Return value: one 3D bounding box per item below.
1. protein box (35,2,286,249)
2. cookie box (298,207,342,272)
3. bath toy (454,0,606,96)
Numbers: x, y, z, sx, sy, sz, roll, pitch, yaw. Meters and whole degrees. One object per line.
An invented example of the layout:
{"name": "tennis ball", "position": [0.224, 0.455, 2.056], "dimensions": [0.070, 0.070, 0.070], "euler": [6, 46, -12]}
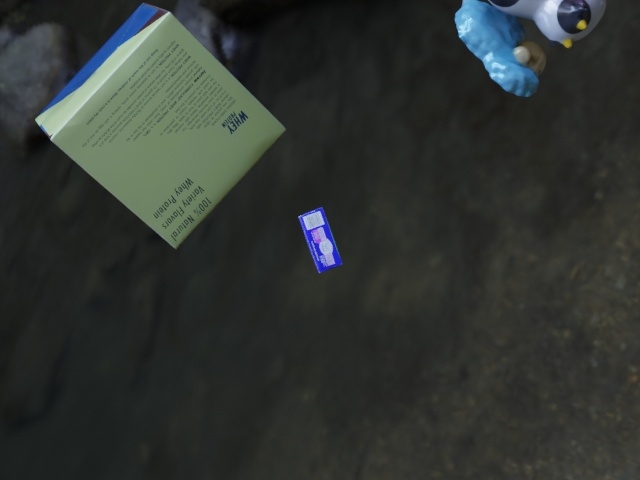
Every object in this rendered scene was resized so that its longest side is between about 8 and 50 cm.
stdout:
{"name": "protein box", "position": [-0.193, -0.139, 1.393], "dimensions": [0.200, 0.201, 0.136], "euler": [-48, 26, -2]}
{"name": "cookie box", "position": [0.000, 0.000, 1.746], "dimensions": [0.107, 0.040, 0.091], "euler": [162, 89, -89]}
{"name": "bath toy", "position": [0.282, -0.323, 1.275], "dimensions": [0.348, 0.151, 0.129], "euler": [120, 158, -43]}
